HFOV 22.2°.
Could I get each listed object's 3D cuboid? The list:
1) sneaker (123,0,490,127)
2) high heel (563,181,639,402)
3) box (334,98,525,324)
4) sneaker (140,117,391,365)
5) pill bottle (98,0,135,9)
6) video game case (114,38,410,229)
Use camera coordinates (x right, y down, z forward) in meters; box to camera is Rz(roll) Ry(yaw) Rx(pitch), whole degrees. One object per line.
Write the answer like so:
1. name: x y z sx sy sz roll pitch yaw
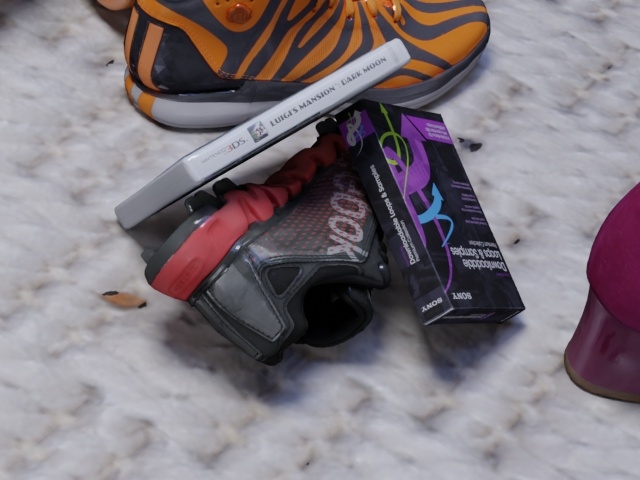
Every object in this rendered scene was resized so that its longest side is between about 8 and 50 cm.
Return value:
1. sneaker: 0.008 -0.192 1.263 0.321 0.180 0.124 -14 51 -27
2. high heel: 0.364 0.044 1.113 0.377 0.181 0.127 2 45 -13
3. box: 0.079 -0.018 1.136 0.116 0.029 0.162 2 63 -58
4. sneaker: 0.000 0.000 1.130 0.135 0.097 0.276 47 37 6
5. pill bottle: -0.081 -0.263 1.351 0.245 0.130 0.130 -24 55 -32
6. video game case: -0.045 -0.070 1.112 0.173 0.190 0.022 -32 94 -22
